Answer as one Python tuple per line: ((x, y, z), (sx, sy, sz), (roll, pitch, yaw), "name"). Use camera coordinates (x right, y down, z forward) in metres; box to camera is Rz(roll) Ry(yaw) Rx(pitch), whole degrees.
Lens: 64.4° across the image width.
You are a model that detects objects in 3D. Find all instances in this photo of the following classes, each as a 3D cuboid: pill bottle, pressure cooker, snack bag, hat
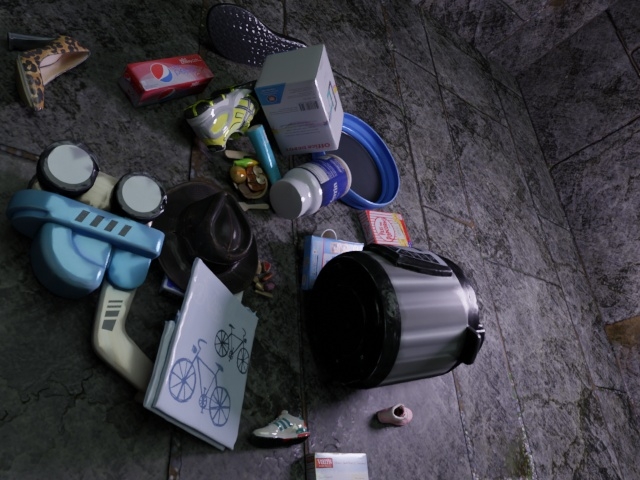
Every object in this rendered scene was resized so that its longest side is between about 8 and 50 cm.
((-0.031, -0.168, 1.598), (0.264, 0.153, 0.153), (-34, 89, -47), "pill bottle")
((0.221, 0.207, 1.416), (0.420, 0.375, 0.370), (2, 61, -33), "pressure cooker")
((-0.242, 0.248, 1.116), (0.323, 0.037, 0.343), (59, 31, -50), "snack bag")
((-0.257, -0.030, 1.259), (0.331, 0.134, 0.331), (22, 51, -30), "hat")

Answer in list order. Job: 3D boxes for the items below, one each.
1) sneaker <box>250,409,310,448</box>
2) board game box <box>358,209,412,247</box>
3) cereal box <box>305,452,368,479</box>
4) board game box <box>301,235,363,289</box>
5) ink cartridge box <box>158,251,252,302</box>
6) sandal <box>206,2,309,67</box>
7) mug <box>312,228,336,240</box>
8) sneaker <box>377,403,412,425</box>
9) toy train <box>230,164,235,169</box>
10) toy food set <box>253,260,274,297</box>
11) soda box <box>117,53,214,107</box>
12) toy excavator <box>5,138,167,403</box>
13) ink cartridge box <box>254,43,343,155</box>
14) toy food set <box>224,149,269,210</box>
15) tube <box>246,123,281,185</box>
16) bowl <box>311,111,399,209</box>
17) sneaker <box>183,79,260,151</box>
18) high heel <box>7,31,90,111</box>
((-0.103, 0.452, 1.226), (0.161, 0.057, 0.075), (12, 40, -35), "sneaker")
((0.234, -0.029, 1.827), (0.193, 0.045, 0.147), (3, 63, -41), "board game box")
((0.048, 0.646, 1.234), (0.173, 0.047, 0.240), (18, 53, -33), "cereal box")
((0.040, 0.077, 1.550), (0.211, 0.039, 0.160), (9, 83, -38), "board game box")
((-0.285, 0.078, 1.293), (0.206, 0.045, 0.208), (29, 49, -26), "ink cartridge box")
((-0.222, -0.694, 1.783), (0.445, 0.168, 0.107), (9, 33, -46), "sandal")
((0.001, -0.004, 1.585), (0.078, 0.064, 0.062), (-28, 113, -33), "mug")
((0.236, 0.505, 1.475), (0.134, 0.070, 0.051), (14, 54, -37), "sneaker")
((-0.235, -0.209, 1.541), (0.083, 0.017, 0.024), (18, 63, -33), "toy train")
((-0.160, 0.104, 1.411), (0.078, 0.019, 0.122), (24, 43, -30), "toy food set")
((-0.440, -0.465, 1.469), (0.092, 0.083, 0.263), (55, 43, 0), "soda box")
((-0.448, 0.086, 1.061), (0.432, 0.222, 0.445), (23, 65, -31), "toy excavator")
((-0.058, -0.442, 1.629), (0.270, 0.198, 0.197), (68, 24, -47), "ink cartridge box")
((-0.209, -0.184, 1.512), (0.132, 0.038, 0.192), (-5, 76, -41), "toy food set")
((-0.164, -0.251, 1.560), (0.207, 0.052, 0.080), (68, 28, -26), "tube")
((0.128, -0.287, 1.864), (0.391, 0.077, 0.391), (23, 51, -32), "bowl")
((-0.270, -0.393, 1.565), (0.385, 0.145, 0.147), (-49, 127, -47), "sneaker")
((-0.640, -0.410, 1.242), (0.186, 0.093, 0.261), (-7, 60, -37), "high heel")
